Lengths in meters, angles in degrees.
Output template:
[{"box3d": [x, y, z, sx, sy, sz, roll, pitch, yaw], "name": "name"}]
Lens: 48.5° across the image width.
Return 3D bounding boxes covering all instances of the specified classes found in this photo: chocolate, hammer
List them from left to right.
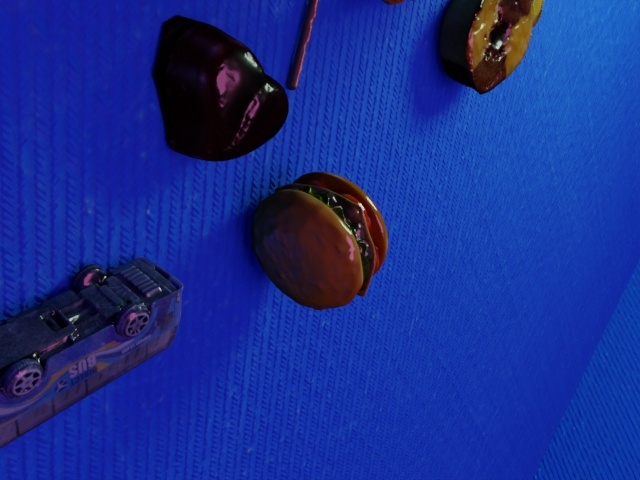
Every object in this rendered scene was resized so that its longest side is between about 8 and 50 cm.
[{"box3d": [-0.094, -0.136, 0.683, 0.125, 0.080, 0.149, -60, 146, -13], "name": "chocolate"}, {"box3d": [-0.013, -0.262, 0.777, 0.060, 0.028, 0.195, 3, 105, -48], "name": "hammer"}]

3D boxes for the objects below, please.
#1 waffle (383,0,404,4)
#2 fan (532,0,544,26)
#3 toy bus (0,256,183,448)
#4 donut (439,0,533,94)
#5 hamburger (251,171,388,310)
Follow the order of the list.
[{"box3d": [0.203, -0.338, 0.831, 0.309, 0.283, 0.065, -42, 123, -56], "name": "waffle"}, {"box3d": [0.324, -0.407, 1.143, 0.082, 0.039, 0.155, -57, 143, -17], "name": "fan"}, {"box3d": [-0.232, 0.097, 0.626, 0.236, 0.079, 0.094, -29, 145, -43], "name": "toy bus"}, {"box3d": [0.244, -0.309, 1.055, 0.184, 0.073, 0.166, -50, 142, -24], "name": "donut"}, {"box3d": [0.000, 0.000, 0.813, 0.115, 0.162, 0.162, -39, 135, -38], "name": "hamburger"}]
